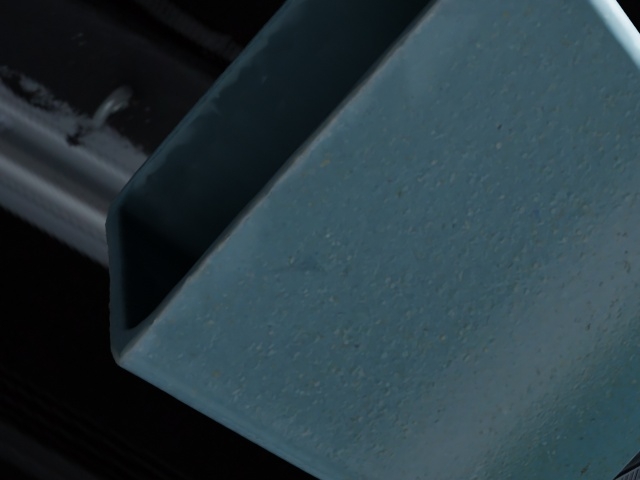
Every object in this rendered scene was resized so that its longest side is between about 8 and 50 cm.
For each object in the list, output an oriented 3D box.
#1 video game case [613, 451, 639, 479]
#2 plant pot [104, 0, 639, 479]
[{"bbox_3d":[0.336,0.165,0.986,0.275,0.248,0.035,-27,-119,-5],"label":"video game case"},{"bbox_3d":[0.067,-0.001,0.593,0.252,0.248,0.247,40,-84,-19],"label":"plant pot"}]
